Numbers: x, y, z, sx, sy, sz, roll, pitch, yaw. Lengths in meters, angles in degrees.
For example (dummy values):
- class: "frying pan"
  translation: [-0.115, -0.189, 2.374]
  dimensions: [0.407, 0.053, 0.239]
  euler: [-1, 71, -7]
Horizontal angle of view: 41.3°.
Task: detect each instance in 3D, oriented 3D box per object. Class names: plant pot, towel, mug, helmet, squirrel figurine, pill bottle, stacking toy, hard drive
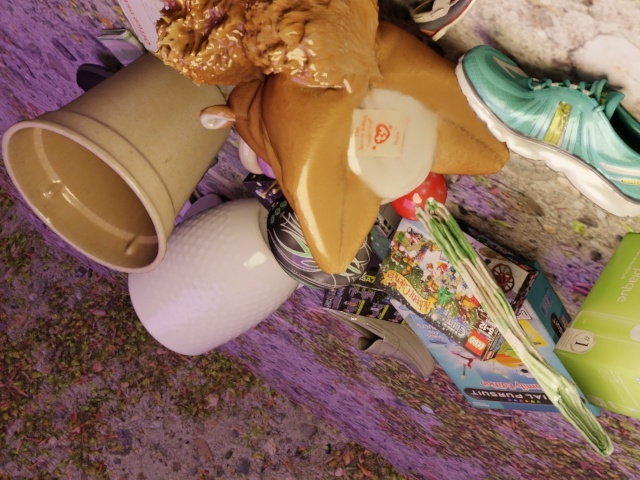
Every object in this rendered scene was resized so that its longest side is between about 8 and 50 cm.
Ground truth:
- class: "plant pot"
  translation: [-0.328, -0.163, 1.510]
  dimensions: [0.334, 0.305, 0.333]
  euler: [23, 143, 18]
- class: "towel"
  translation: [0.249, 0.106, 1.081]
  dimensions: [0.248, 0.038, 0.324]
  euler: [44, -169, -50]
- class: "mug"
  translation: [-0.167, 0.066, 1.837]
  dimensions: [0.328, 0.276, 0.374]
  euler: [-30, 154, 30]
- class: "helmet"
  translation: [0.000, 0.000, 1.379]
  dimensions: [0.169, 0.169, 0.161]
  euler: [55, 174, -39]
- class: "squirrel figurine"
  translation: [-0.026, -0.199, 1.084]
  dimensions: [0.397, 0.281, 0.370]
  euler: [57, 168, -30]
- class: "towel"
  translation: [-0.355, -0.342, 1.634]
  dimensions: [0.113, 0.023, 0.152]
  euler: [15, 151, 48]
- class: "pill bottle"
  translation: [-0.224, -0.001, 2.017]
  dimensions: [0.118, 0.117, 0.208]
  euler: [9, 146, 53]
- class: "stacking toy"
  translation: [0.040, -0.116, 1.316]
  dimensions: [0.330, 0.141, 0.141]
  euler: [25, 157, 22]
- class: "hard drive"
  translation: [0.022, -0.050, 1.575]
  dimensions: [0.237, 0.064, 0.339]
  euler: [47, 159, -25]

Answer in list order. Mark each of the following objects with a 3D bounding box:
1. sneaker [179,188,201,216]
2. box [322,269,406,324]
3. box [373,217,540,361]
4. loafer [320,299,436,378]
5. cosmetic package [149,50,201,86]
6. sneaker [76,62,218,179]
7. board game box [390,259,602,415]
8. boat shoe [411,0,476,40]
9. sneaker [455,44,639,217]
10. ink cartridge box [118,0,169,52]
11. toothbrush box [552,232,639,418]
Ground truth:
- class: "sneaker"
  translation: [-0.351, -0.139, 2.020]
  dimensions: [0.094, 0.080, 0.212]
  euler: [-6, 141, 46]
- class: "box"
  translation: [0.102, 0.111, 1.727]
  dimensions: [0.184, 0.045, 0.190]
  euler: [10, 158, 0]
- class: "box"
  translation: [0.206, 0.058, 1.329]
  dimensions: [0.233, 0.159, 0.044]
  euler: [35, -158, 33]
- class: "loafer"
  translation: [0.128, 0.211, 1.895]
  dimensions: [0.319, 0.111, 0.112]
  euler: [43, 160, -14]
- class: "cosmetic package"
  translation: [-0.231, -0.318, 1.424]
  dimensions: [0.115, 0.060, 0.041]
  euler: [37, 160, 6]
- class: "sneaker"
  translation: [-0.376, -0.227, 1.723]
  dimensions: [0.341, 0.139, 0.125]
  euler: [39, 177, 3]
- class: "board game box"
  translation: [0.313, 0.175, 1.466]
  dimensions: [0.254, 0.079, 0.336]
  euler: [-5, 136, 41]
- class: "boat shoe"
  translation: [0.142, -0.263, 0.936]
  dimensions: [0.043, 0.049, 0.137]
  euler: [43, 164, -7]
- class: "sneaker"
  translation: [0.279, -0.141, 0.937]
  dimensions: [0.275, 0.107, 0.110]
  euler: [32, 140, 2]
- class: "ink cartridge box"
  translation: [-0.197, -0.343, 1.264]
  dimensions: [0.212, 0.093, 0.154]
  euler: [23, 155, 31]
- class: "toothbrush box"
  translation: [0.456, 0.113, 0.994]
  dimensions: [0.283, 0.206, 0.122]
  euler: [11, 147, 52]
